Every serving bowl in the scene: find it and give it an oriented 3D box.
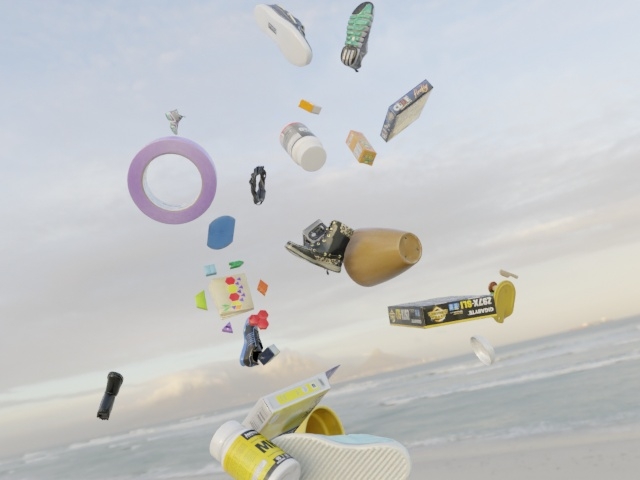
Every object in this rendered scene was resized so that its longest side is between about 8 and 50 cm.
[{"bbox_3d":[0.421,0.278,1.373,0.027,0.083,0.083,-26,-12,-12],"label":"serving bowl"}]

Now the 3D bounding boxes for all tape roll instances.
[{"bbox_3d":[-0.472,-0.194,1.723,0.275,0.274,0.090,-11,18,-5],"label":"tape roll"}]

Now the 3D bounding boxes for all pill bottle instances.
[{"bbox_3d":[-0.083,-0.457,2.616,0.161,0.283,0.161,-13,-53,-18],"label":"pill bottle"},{"bbox_3d":[-0.160,0.526,1.276,0.209,0.119,0.119,22,6,33],"label":"pill bottle"}]

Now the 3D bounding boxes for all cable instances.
[{"bbox_3d":[-0.283,-0.259,2.394,0.047,0.184,0.150,2,-23,16],"label":"cable"}]

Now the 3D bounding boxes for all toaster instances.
[{"bbox_3d":[0.014,0.024,2.188,0.110,0.168,0.185,-40,-16,-15],"label":"toaster"}]

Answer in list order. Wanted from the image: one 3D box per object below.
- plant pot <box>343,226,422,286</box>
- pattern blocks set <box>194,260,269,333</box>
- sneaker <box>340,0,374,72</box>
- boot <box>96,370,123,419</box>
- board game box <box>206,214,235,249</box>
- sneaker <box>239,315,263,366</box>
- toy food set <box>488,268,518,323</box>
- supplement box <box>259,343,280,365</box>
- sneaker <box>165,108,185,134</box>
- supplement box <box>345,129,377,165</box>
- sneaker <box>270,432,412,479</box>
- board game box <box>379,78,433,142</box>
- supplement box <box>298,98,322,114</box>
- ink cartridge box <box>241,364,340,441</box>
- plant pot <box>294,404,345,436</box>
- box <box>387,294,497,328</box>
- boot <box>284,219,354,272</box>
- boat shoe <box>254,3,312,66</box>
[{"bbox_3d":[0.249,0.047,2.008,0.237,0.237,0.254,-2,-8,-34],"label":"plant pot"},{"bbox_3d":[-0.344,0.217,2.091,0.286,0.324,0.026,-3,-38,-11],"label":"pattern blocks set"},{"bbox_3d":[0.135,-0.695,1.830,0.083,0.223,0.098,24,6,27],"label":"sneaker"},{"bbox_3d":[-0.584,0.431,1.477,0.045,0.099,0.121,18,-47,-9],"label":"boot"},{"bbox_3d":[-0.444,-0.040,2.354,0.133,0.033,0.168,-12,-56,-39],"label":"board game box"},{"bbox_3d":[-0.298,0.455,2.414,0.091,0.232,0.081,-6,-24,27],"label":"sneaker"},{"bbox_3d":[0.735,0.228,2.202,0.128,0.217,0.071,10,0,-31],"label":"toy food set"},{"bbox_3d":[-0.258,0.568,2.663,0.083,0.056,0.083,-45,-12,13],"label":"supplement box"},{"bbox_3d":[-0.556,-0.464,2.087,0.069,0.038,0.098,-28,-47,-20],"label":"sneaker"},{"bbox_3d":[0.196,-0.452,2.604,0.078,0.233,0.080,10,-57,-24],"label":"supplement box"},{"bbox_3d":[0.049,0.558,1.362,0.366,0.135,0.150,3,-12,13],"label":"sneaker"},{"bbox_3d":[0.296,-0.447,1.872,0.165,0.042,0.243,-38,-8,-8],"label":"board game box"},{"bbox_3d":[-0.041,-0.538,2.158,0.036,0.062,0.098,-64,-15,17],"label":"supplement box"},{"bbox_3d":[-0.098,0.509,1.555,0.307,0.072,0.303,-7,-41,-43],"label":"ink cartridge box"},{"bbox_3d":[-0.072,0.751,1.970,0.239,0.253,0.254,-21,-17,32],"label":"plant pot"},{"bbox_3d":[0.403,0.241,1.834,0.257,0.079,0.322,-6,-5,-14],"label":"box"},{"bbox_3d":[0.000,0.000,1.936,0.237,0.178,0.085,25,-5,-23],"label":"boot"},{"bbox_3d":[-0.097,-0.668,1.719,0.102,0.301,0.108,-24,-34,-26],"label":"boat shoe"}]
